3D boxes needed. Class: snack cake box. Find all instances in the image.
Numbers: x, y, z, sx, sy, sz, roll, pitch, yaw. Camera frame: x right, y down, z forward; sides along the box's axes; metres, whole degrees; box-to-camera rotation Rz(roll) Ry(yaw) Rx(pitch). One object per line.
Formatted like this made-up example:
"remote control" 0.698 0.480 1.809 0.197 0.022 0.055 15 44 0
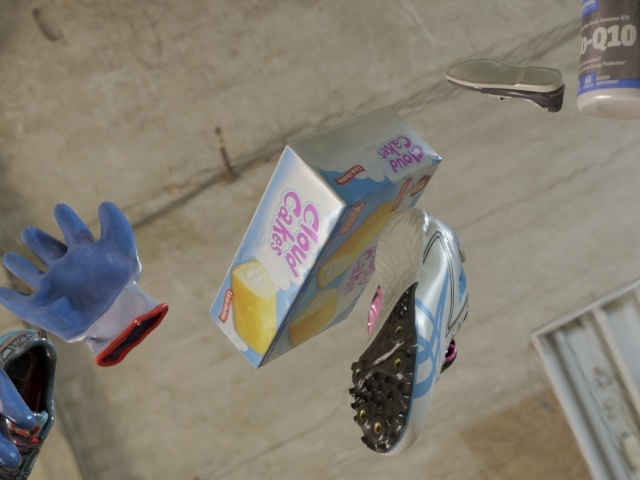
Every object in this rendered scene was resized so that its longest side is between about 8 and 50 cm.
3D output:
"snack cake box" 0.000 0.000 1.050 0.152 0.089 0.264 -25 -27 -41

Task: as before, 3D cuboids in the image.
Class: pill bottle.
"pill bottle" 0.261 -0.178 0.864 0.078 0.137 0.078 4 -6 0

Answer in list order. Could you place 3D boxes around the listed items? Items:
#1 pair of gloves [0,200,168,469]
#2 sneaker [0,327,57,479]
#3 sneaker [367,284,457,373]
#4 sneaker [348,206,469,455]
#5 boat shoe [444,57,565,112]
"pair of gloves" -0.178 0.062 0.589 0.198 0.159 0.023 -45 -50 -7
"sneaker" -0.381 0.228 1.218 0.104 0.262 0.125 17 -19 -29
"sneaker" 0.086 0.112 0.940 0.178 0.077 0.072 86 -155 -42
"sneaker" 0.080 0.069 0.801 0.086 0.237 0.085 31 -47 -17
"boat shoe" 0.290 -0.240 1.606 0.075 0.206 0.065 -48 -44 -32
